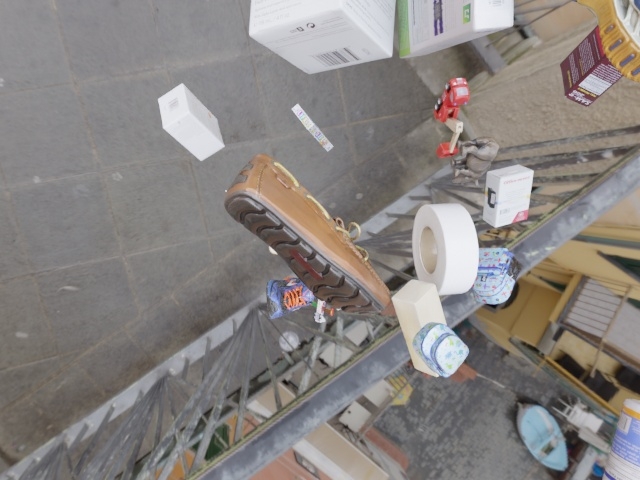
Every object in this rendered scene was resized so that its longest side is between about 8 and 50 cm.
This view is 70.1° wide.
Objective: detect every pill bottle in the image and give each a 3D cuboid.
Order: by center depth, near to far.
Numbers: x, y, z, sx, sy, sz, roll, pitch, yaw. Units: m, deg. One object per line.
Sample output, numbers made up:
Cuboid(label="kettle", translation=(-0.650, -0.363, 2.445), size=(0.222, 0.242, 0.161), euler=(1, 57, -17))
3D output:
Cuboid(label="pill bottle", translation=(0.712, 0.501, 0.989), size=(0.152, 0.152, 0.272), euler=(16, 88, -13))

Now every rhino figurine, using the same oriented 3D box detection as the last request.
Cuboid(label="rhino figurine", translation=(0.421, -0.208, 1.268), size=(0.106, 0.243, 0.073), euler=(-5, 69, 4))

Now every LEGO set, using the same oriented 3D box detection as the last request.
Cuboid(label="LEGO set", translation=(0.013, 0.182, 1.636), size=(0.060, 0.244, 0.182), euler=(-5, 66, -45))

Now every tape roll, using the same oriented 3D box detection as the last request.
Cuboid(label="tape roll", translation=(0.377, 0.026, 1.410), size=(0.100, 0.286, 0.286), euler=(-5, 97, -7))

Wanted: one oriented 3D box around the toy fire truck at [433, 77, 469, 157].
Cuboid(label="toy fire truck", translation=(0.353, -0.324, 1.228), size=(0.047, 0.192, 0.135), euler=(-8, 71, -9))

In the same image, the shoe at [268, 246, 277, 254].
Cuboid(label="shoe", translation=(-0.085, -0.028, 1.573), size=(0.219, 0.058, 0.076), euler=(-32, 70, -6))

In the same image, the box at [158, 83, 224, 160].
Cuboid(label="box", translation=(-0.375, -0.341, 1.331), size=(0.091, 0.130, 0.170), euler=(-28, 146, 11))

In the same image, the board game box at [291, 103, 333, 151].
Cuboid(label="board game box", translation=(-0.023, -0.356, 1.452), size=(0.026, 0.154, 0.103), euler=(-40, 63, 10))

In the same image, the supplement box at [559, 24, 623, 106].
Cuboid(label="supplement box", translation=(0.648, -0.429, 1.004), size=(0.073, 0.239, 0.130), euler=(20, 57, -10))

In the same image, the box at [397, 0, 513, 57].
Cuboid(label="box", translation=(0.181, -0.411, 0.677), size=(0.058, 0.322, 0.232), euler=(-8, 107, -6))

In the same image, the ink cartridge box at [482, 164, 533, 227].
Cuboid(label="ink cartridge box", translation=(0.608, -0.146, 1.483), size=(0.127, 0.072, 0.175), euler=(-14, 120, -14))

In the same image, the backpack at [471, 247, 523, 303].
Cuboid(label="backpack", translation=(0.580, 0.124, 1.555), size=(0.117, 0.158, 0.173), euler=(40, 68, -31))

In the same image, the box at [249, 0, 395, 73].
Cuboid(label="box", translation=(0.007, -0.379, 0.761), size=(0.182, 0.181, 0.119), euler=(7, 85, -56))

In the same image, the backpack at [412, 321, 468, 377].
Cuboid(label="backpack", translation=(0.289, 0.256, 1.092), size=(0.114, 0.084, 0.105), euler=(46, 77, -8))

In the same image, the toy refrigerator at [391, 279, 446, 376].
Cuboid(label="toy refrigerator", translation=(0.303, 0.257, 1.343), size=(0.102, 0.094, 0.269), euler=(-36, 118, -30))

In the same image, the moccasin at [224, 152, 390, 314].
Cuboid(label="moccasin", translation=(-0.002, 0.001, 0.831), size=(0.380, 0.139, 0.147), euler=(41, 53, -18))

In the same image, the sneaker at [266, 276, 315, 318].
Cuboid(label="sneaker", translation=(-0.060, 0.120, 1.031), size=(0.087, 0.221, 0.083), euler=(-5, 97, 17))

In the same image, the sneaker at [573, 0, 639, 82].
Cuboid(label="sneaker", translation=(0.401, -0.346, 0.595), size=(0.131, 0.112, 0.296), euler=(-23, 90, -29))
